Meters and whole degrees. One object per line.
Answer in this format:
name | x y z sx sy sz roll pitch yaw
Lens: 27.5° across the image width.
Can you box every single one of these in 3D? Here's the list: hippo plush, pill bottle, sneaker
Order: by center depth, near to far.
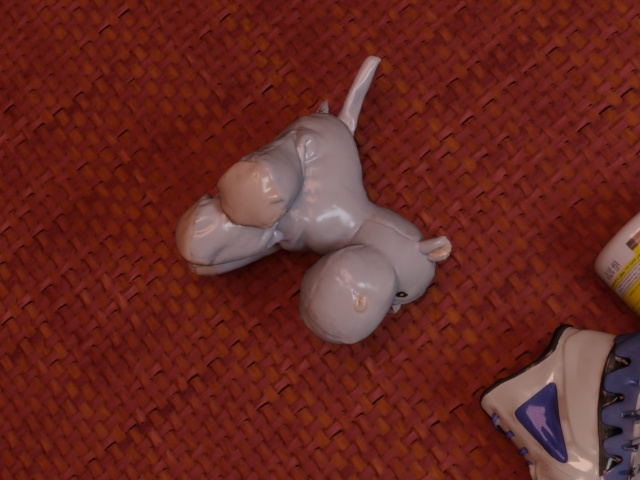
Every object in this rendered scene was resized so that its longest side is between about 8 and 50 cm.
pill bottle | 0.398 0.063 1.362 0.117 0.117 0.215 -43 73 1
sneaker | 0.258 0.225 1.368 0.182 0.127 0.315 15 97 38
hippo plush | 0.000 0.000 1.447 0.236 0.234 0.294 48 49 -1
